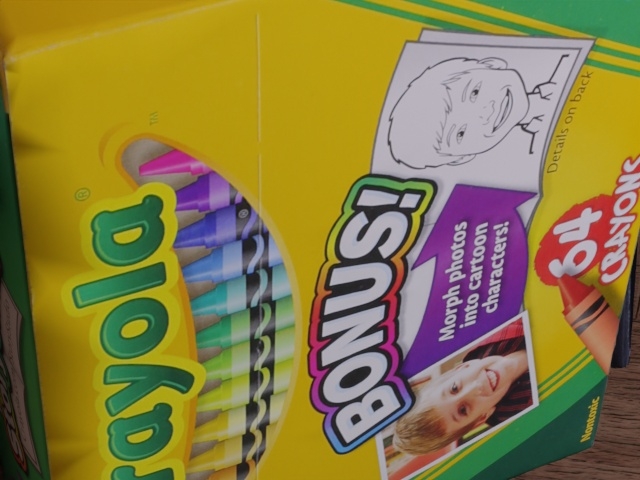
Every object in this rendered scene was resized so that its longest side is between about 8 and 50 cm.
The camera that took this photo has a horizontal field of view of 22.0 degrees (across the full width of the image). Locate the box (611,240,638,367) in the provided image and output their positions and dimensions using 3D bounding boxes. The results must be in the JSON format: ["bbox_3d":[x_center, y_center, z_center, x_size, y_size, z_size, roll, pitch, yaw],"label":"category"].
[{"bbox_3d":[0.045,-0.095,0.989,0.182,0.294,0.296,-74,163,-48],"label":"box"}]

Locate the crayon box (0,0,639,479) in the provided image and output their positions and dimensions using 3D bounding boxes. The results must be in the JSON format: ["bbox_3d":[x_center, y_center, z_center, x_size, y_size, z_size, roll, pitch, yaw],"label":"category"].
[{"bbox_3d":[0.000,0.000,0.775,0.106,0.313,0.363,51,-30,40],"label":"crayon box"}]
